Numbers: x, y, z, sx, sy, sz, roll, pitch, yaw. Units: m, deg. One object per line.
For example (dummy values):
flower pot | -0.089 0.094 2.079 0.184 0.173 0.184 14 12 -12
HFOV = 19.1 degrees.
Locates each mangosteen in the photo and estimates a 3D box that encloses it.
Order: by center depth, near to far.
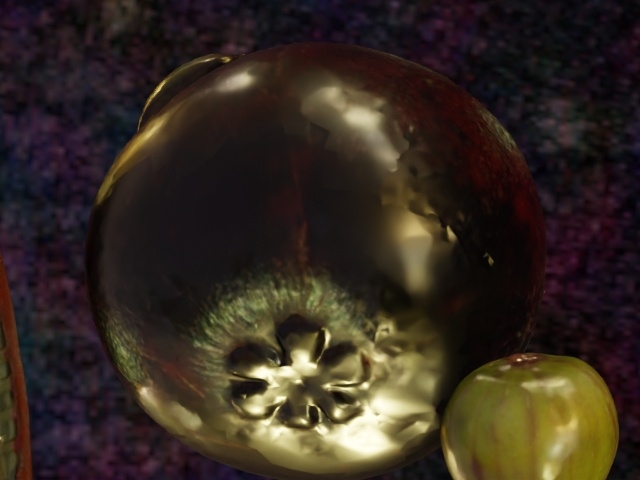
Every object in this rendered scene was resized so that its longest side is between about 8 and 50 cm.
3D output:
mangosteen | 0.004 0.005 1.230 0.300 0.300 0.300 -9 79 50

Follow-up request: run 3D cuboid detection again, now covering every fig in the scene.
fig | 0.103 0.133 0.994 0.093 0.093 0.166 40 135 45

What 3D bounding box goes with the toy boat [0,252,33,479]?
toy boat | -0.292 0.012 1.326 0.079 0.136 0.392 -26 76 45
